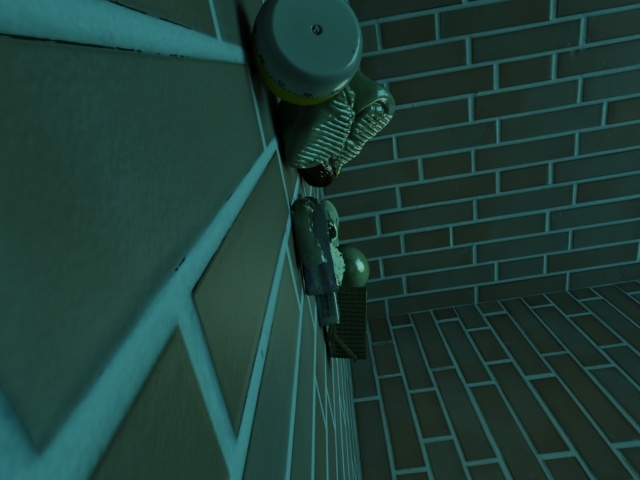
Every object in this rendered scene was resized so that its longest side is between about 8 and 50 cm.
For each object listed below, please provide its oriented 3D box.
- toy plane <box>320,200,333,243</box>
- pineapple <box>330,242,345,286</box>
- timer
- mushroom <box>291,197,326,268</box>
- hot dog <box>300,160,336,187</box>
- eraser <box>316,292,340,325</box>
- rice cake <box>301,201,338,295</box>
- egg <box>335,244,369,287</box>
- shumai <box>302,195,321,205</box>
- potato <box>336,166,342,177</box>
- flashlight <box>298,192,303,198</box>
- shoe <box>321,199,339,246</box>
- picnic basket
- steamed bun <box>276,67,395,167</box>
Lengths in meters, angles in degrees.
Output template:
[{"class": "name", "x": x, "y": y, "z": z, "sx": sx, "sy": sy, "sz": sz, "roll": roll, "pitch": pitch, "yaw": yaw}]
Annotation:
[{"class": "toy plane", "x": 0.013, "y": -0.002, "z": 1.906, "sx": 0.204, "sy": 0.103, "sz": 0.316, "roll": -95, "pitch": 175, "yaw": -55}, {"class": "pineapple", "x": 0.023, "y": 0.092, "z": 1.608, "sx": 0.221, "sy": 0.047, "sz": 0.221, "roll": 22, "pitch": 61, "yaw": -47}, {"class": "timer", "x": -0.049, "y": -0.457, "z": 1.041, "sx": 0.285, "sy": 0.285, "sz": 0.285, "roll": -9, "pitch": 90, "yaw": -86}, {"class": "mushroom", "x": -0.042, "y": -0.024, "z": 1.285, "sx": 0.081, "sy": 0.092, "sz": 0.223, "roll": -35, "pitch": -112, "yaw": 53}, {"class": "hot dog", "x": -0.019, "y": -0.378, "z": 1.780, "sx": 0.387, "sy": 0.174, "sz": 0.266, "roll": 70, "pitch": 14, "yaw": -77}, {"class": "eraser", "x": 0.022, "y": 0.206, "z": 1.716, "sx": 0.124, "sy": 0.081, "sz": 0.278, "roll": 60, "pitch": 22, "yaw": -78}, {"class": "rice cake", "x": -0.017, "y": 0.027, "z": 1.351, "sx": 0.050, "sy": 0.106, "sz": 0.297, "roll": 129, "pitch": -46, "yaw": -71}, {"class": "egg", "x": 0.135, "y": 0.159, "z": 2.245, "sx": 0.352, "sy": 0.259, "sz": 0.258, "roll": 86, "pitch": -4, "yaw": -76}, {"class": "shumai", "x": -0.040, "y": -0.086, "z": 1.474, "sx": 0.123, "sy": 0.099, "sz": 0.087, "roll": 74, "pitch": 24, "yaw": -48}, {"class": "potato", "x": 0.010, "y": -0.426, "z": 2.075, "sx": 0.369, "sy": 0.196, "sz": 0.176, "roll": -115, "pitch": -175, "yaw": -45}, {"class": "flashlight", "x": -0.070, "y": -0.140, "z": 1.619, "sx": 0.018, "sy": 0.018, "sz": 0.083, "roll": 68, "pitch": 13, "yaw": -83}, {"class": "shoe", "x": 0.043, "y": -0.091, "z": 2.384, "sx": 0.210, "sy": 0.132, "sz": 0.341, "roll": 79, "pitch": 7, "yaw": -72}, {"class": "picnic basket", "x": 0.115, "y": 0.363, "z": 1.867, "sx": 0.228, "sy": 0.175, "sz": 0.312, "roll": 24, "pitch": 67, "yaw": -85}, {"class": "steamed bun", "x": 0.012, "y": -0.407, "z": 1.342, "sx": 0.343, "sy": 0.367, "sz": 0.255, "roll": 3, "pitch": 47, "yaw": -49}]
